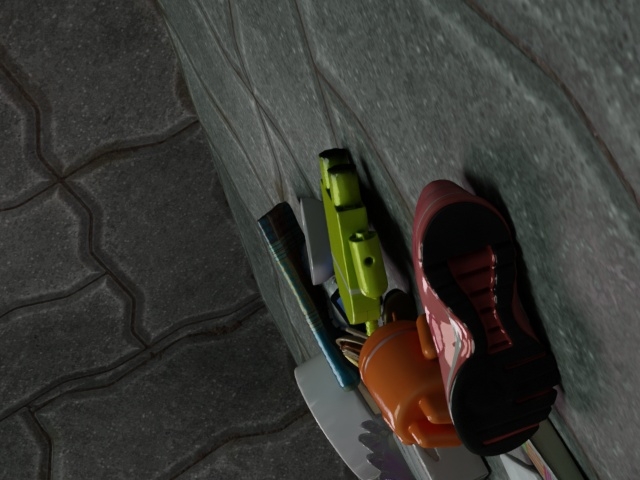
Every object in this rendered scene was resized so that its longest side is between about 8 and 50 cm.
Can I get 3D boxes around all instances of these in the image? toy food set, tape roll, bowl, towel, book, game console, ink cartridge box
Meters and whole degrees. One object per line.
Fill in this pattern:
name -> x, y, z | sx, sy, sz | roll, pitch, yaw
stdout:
toy food set -> 0.086, 0.205, 2.052 | 0.132, 0.038, 0.192 | 21, 164, 5
tape roll -> 0.064, 0.358, 2.446 | 0.286, 0.100, 0.286 | 56, -176, -6
bowl -> 0.000, 0.000, 2.092 | 0.142, 0.053, 0.142 | 93, 169, -73
towel -> -0.010, 0.102, 2.313 | 0.370, 0.040, 0.271 | 63, -171, -5
book -> 0.258, 0.246, 1.331 | 0.144, 0.035, 0.096 | 58, 174, 33
game console -> 0.052, 0.077, 2.024 | 0.071, 0.107, 0.122 | 36, -171, -32
ink cartridge box -> 0.186, 0.334, 1.855 | 0.208, 0.087, 0.153 | 84, 159, -71

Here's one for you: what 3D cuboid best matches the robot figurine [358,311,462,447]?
robot figurine -> 0.133, 0.195, 1.645 | 0.219, 0.128, 0.158 | 54, 173, 50

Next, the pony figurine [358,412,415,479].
pony figurine -> 0.135, 0.507, 2.093 | 0.351, 0.303, 0.363 | 41, 175, 12

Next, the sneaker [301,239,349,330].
sneaker -> 0.031, 0.073, 2.211 | 0.190, 0.071, 0.083 | 62, 159, 4

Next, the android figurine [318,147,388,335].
android figurine -> 0.048, 0.008, 1.722 | 0.248, 0.056, 0.273 | -116, 14, -70

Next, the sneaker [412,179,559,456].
sneaker -> 0.165, 0.076, 1.224 | 0.136, 0.116, 0.314 | -108, 3, -66

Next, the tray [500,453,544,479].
tray -> 0.304, 0.388, 1.449 | 0.270, 0.030, 0.145 | 66, 171, -6

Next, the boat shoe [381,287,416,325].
boat shoe -> 0.114, 0.116, 1.774 | 0.049, 0.056, 0.152 | 53, 166, 36
